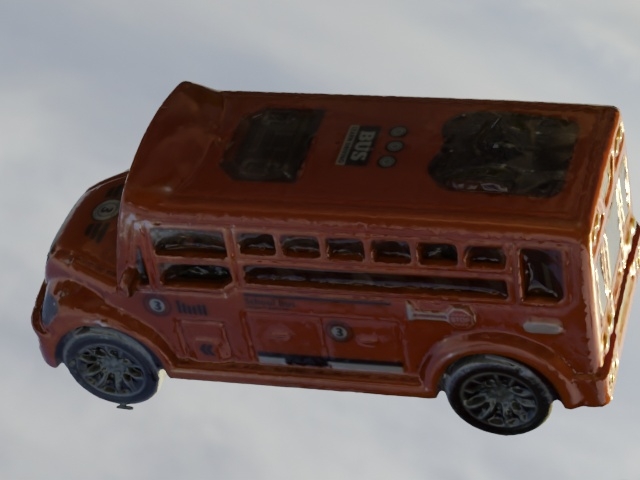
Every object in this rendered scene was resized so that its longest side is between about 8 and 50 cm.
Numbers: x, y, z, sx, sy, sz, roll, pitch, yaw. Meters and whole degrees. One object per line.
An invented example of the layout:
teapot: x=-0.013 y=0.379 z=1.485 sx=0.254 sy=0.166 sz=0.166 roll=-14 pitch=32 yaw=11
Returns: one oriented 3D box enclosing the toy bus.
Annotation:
toy bus: x=0.000 y=0.000 z=1.043 sx=0.329 sy=0.153 sz=0.143 roll=3 pitch=-138 yaw=18
